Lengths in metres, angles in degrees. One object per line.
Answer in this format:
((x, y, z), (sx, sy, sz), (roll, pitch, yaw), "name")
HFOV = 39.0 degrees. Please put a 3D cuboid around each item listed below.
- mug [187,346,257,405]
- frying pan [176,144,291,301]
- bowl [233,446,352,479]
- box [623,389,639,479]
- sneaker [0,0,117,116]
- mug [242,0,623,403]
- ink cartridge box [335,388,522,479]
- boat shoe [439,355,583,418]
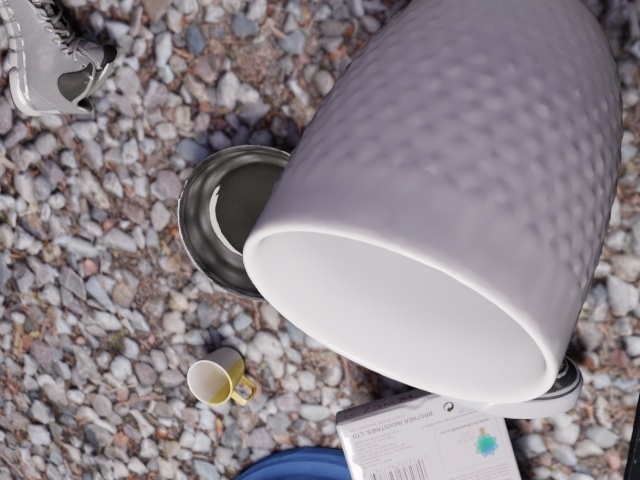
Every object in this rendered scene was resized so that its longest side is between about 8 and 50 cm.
((-0.124, 0.174, 1.149), (0.062, 0.064, 0.078), (-21, 101, 26), "mug")
((-0.007, -0.027, 1.038), (0.326, 0.053, 0.197), (-5, 113, 13), "frying pan")
((0.017, 0.463, 1.192), (0.391, 0.077, 0.391), (7, 111, 19), "bowl")
((0.368, 0.238, 0.754), (0.211, 0.293, 0.396), (12, 72, 16), "box")
((-0.302, -0.253, 1.063), (0.132, 0.086, 0.229), (8, 122, 13), "sneaker")
((0.151, -0.038, 0.833), (0.276, 0.328, 0.374), (2, 146, 44), "mug")
((0.148, 0.323, 1.043), (0.185, 0.065, 0.311), (-17, 92, 1), "ink cartridge box")
((0.141, 0.093, 0.980), (0.306, 0.113, 0.105), (22, 130, 14), "boat shoe")
